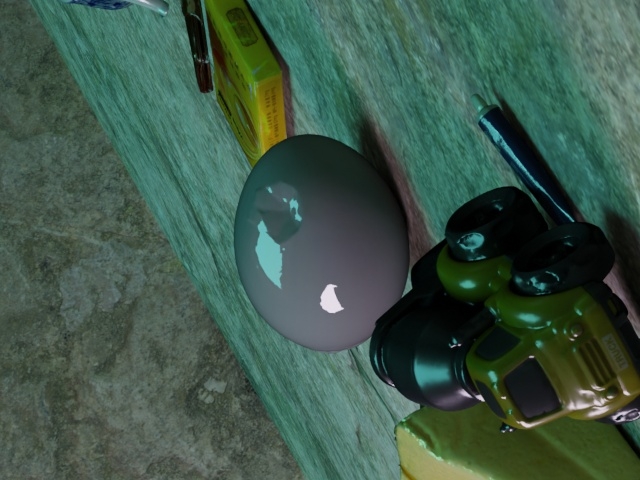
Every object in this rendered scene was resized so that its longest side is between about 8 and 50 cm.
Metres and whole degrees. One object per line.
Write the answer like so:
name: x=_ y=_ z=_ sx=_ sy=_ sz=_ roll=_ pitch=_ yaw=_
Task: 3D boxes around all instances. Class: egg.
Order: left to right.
egg: x=0.000 y=0.000 z=1.800 sx=0.176 sy=0.176 sz=0.232 roll=52 pitch=159 yaw=47

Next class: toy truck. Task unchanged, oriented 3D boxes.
toy truck: x=0.137 y=0.072 z=1.306 sx=0.147 sy=0.165 sz=0.224 roll=59 pitch=170 yaw=-21

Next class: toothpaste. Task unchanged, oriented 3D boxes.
toothpaste: x=0.154 y=-0.055 z=1.343 sx=0.140 sy=0.021 sz=0.037 roll=55 pitch=172 yaw=17

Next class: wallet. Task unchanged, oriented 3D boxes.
wallet: x=-0.151 y=-0.270 z=2.118 sx=0.095 sy=0.026 sz=0.176 roll=98 pitch=164 yaw=-71

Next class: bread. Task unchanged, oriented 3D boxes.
bread: x=0.192 y=0.240 z=1.498 sx=0.264 sy=0.163 sz=0.168 roll=56 pitch=166 yaw=32

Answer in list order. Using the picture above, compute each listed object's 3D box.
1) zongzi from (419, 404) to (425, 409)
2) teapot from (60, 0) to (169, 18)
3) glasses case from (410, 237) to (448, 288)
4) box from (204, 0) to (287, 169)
zongzi: x=0.138 y=0.160 z=1.771 sx=0.194 sy=0.099 sz=0.197 roll=81 pitch=166 yaw=-59
teapot: x=-0.258 y=-0.364 z=2.306 sx=0.232 sy=0.159 sz=0.159 roll=-109 pitch=1 yaw=-48
glasses case: x=0.132 y=0.046 z=1.569 sx=0.103 sy=0.067 sz=0.267 roll=64 pitch=170 yaw=5
box: x=-0.086 y=-0.181 z=2.123 sx=0.269 sy=0.043 sz=0.152 roll=87 pitch=158 yaw=-66
